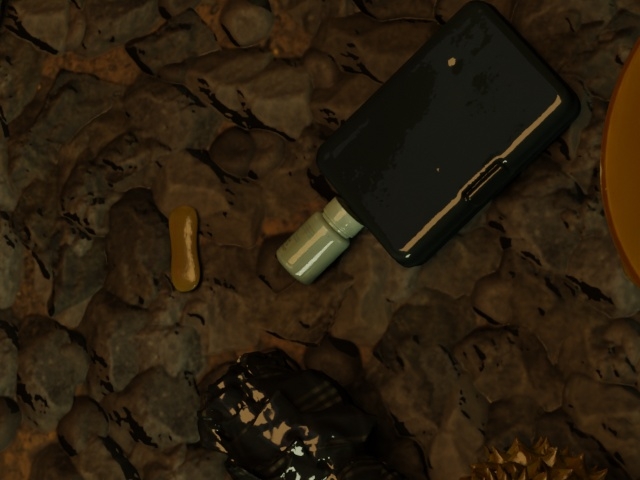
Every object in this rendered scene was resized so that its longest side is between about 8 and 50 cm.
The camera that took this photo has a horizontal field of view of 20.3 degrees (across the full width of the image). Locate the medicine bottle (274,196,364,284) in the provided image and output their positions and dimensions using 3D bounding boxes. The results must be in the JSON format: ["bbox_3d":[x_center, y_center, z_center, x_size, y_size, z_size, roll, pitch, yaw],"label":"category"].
[{"bbox_3d":[0.000,0.000,1.728,0.083,0.047,0.047,-45,65,10],"label":"medicine bottle"}]

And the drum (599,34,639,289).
[{"bbox_3d":[0.442,-0.049,1.394,0.431,0.214,0.431,-13,62,26],"label":"drum"}]

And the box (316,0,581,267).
[{"bbox_3d":[0.117,-0.102,1.692,0.230,0.050,0.160,-44,65,11],"label":"box"}]

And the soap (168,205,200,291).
[{"bbox_3d":[-0.138,0.008,1.809,0.034,0.012,0.089,-10,76,22],"label":"soap"}]

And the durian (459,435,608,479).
[{"bbox_3d":[0.202,0.278,1.503,0.183,0.138,0.249,-23,76,-4],"label":"durian"}]

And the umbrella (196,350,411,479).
[{"bbox_3d":[0.039,0.230,1.635,0.337,0.154,0.128,32,134,10],"label":"umbrella"}]
